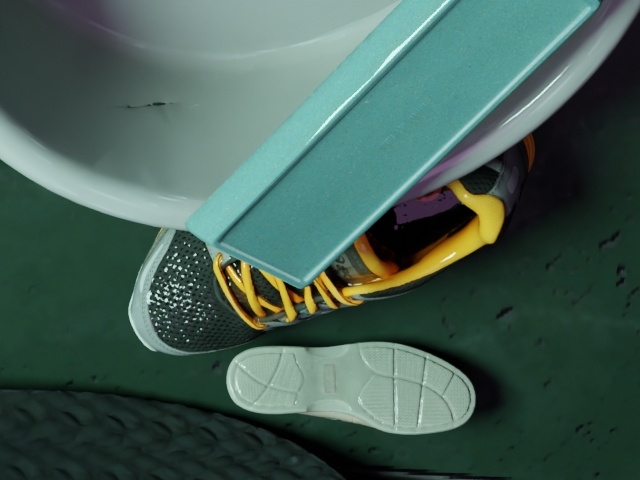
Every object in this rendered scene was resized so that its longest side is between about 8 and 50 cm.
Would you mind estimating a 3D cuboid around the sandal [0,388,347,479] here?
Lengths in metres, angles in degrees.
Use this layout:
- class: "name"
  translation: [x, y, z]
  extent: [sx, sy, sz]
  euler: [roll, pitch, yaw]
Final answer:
- class: "sandal"
  translation: [-0.162, 0.158, 0.958]
  extent: [0.445, 0.167, 0.107]
  euler: [12, 142, 5]

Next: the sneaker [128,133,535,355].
- class: "sneaker"
  translation: [0.000, 0.000, 0.891]
  extent: [0.215, 0.083, 0.084]
  euler: [-28, 114, 17]

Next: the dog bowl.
- class: "dog bowl"
  translation: [-0.016, -0.145, 0.739]
  extent: [0.348, 0.102, 0.349]
  euler: [-9, 134, -10]

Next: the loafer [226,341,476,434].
- class: "loafer"
  translation: [0.015, 0.073, 0.957]
  extent: [0.125, 0.039, 0.045]
  euler: [6, 84, -4]

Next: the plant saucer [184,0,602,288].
- class: "plant saucer"
  translation: [0.030, -0.050, 0.761]
  extent: [0.067, 0.018, 0.192]
  euler: [27, 121, -35]
